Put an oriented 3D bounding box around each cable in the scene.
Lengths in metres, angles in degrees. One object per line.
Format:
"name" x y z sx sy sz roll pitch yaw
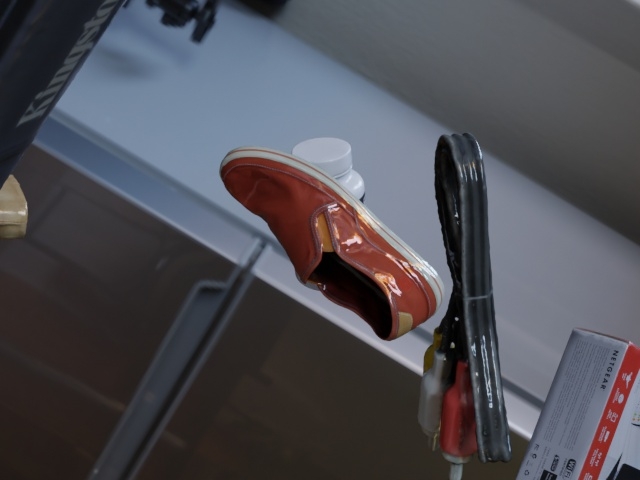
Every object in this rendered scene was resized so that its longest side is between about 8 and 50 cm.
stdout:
"cable" 0.106 0.065 0.755 0.139 0.072 0.287 -100 -179 -63

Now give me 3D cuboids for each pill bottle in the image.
"pill bottle" 0.009 -0.037 1.295 0.108 0.108 0.193 -58 148 -55

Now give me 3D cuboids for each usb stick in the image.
"usb stick" -0.125 -0.090 0.411 0.278 0.045 0.077 -45 172 32

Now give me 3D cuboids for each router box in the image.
"router box" 0.371 0.316 1.215 0.082 0.301 0.335 15 -100 48

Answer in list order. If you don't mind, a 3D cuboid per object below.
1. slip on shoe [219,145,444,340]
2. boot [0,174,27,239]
"slip on shoe" 0.000 0.000 1.176 0.101 0.331 0.123 -44 169 -36
"boot" -0.519 -0.060 1.150 0.236 0.270 0.089 48 -48 46
